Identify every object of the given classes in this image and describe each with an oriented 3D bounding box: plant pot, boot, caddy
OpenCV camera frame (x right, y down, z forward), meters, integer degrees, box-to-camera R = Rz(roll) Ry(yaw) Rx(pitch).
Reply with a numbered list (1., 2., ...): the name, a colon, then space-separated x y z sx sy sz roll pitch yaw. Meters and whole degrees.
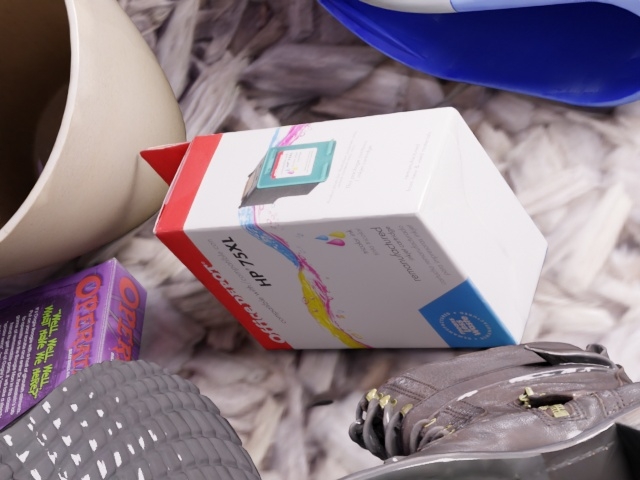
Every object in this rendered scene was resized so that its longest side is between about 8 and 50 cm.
1. plant pot: -0.206 -0.081 1.035 0.257 0.274 0.256 -3 83 20
2. boot: 0.064 0.108 0.722 0.263 0.091 0.229 -12 8 -19
3. caddy: 0.096 -0.204 0.968 0.341 0.241 0.179 18 59 46
4. boot: -0.187 0.177 0.818 0.223 0.338 0.118 -40 72 23

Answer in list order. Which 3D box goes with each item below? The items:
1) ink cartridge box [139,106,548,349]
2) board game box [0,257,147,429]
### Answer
1. ink cartridge box: 0.000 0.000 0.930 0.231 0.134 0.078 -4 52 35
2. board game box: -0.223 0.183 1.001 0.208 0.056 0.346 -22 43 26
